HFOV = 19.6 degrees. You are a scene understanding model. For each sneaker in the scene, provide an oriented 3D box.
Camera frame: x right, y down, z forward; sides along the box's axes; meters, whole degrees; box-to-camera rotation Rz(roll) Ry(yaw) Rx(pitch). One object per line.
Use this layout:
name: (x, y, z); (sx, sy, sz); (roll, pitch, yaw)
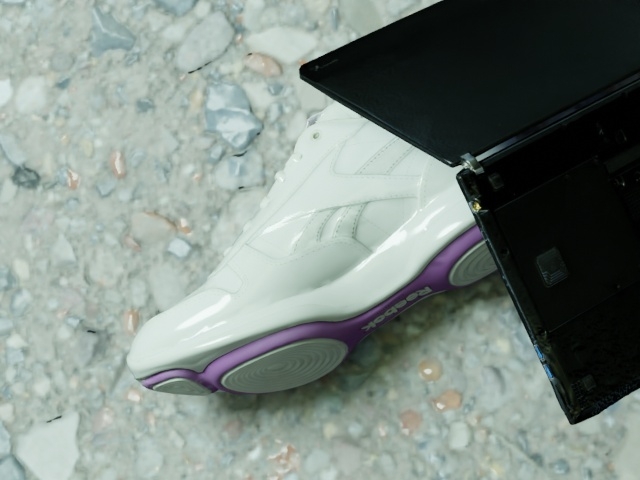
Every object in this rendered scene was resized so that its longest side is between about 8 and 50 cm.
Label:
sneaker: (0.000, 0.000, 1.248); (0.305, 0.114, 0.152); (-28, 66, -1)

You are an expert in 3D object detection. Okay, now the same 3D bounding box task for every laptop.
laptop: (0.156, -0.046, 1.188); (0.234, 0.136, 0.264); (-28, 95, -28)
